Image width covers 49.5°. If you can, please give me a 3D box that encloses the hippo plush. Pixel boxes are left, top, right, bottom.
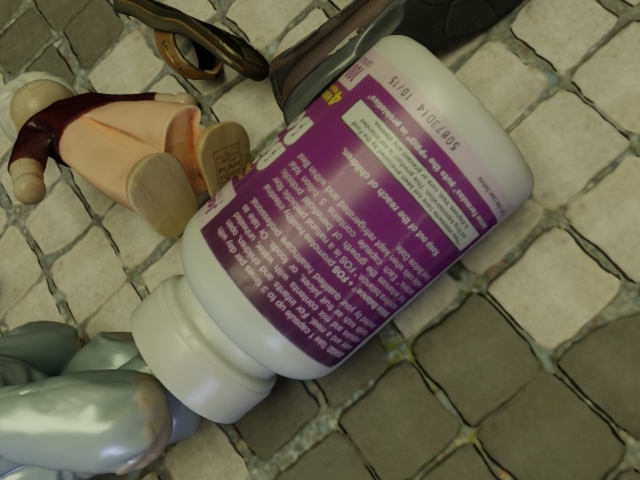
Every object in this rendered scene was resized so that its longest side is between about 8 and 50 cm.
[{"bbox_3d":[-0.228,0.207,0.547,0.234,0.294,0.236,8,95,20],"label":"hippo plush"}]

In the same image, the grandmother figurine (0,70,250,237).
[{"bbox_3d":[-0.214,-0.106,0.680,0.342,0.208,0.104,22,124,39],"label":"grandmother figurine"}]

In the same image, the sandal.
[{"bbox_3d":[-0.139,-0.200,0.713,0.219,0.090,0.060,30,105,26],"label":"sandal"}]

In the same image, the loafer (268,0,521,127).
[{"bbox_3d":[0.075,-0.212,0.613,0.302,0.109,0.095,-37,60,13],"label":"loafer"}]

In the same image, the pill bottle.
[{"bbox_3d":[0.000,0.000,0.547,0.301,0.169,0.169,-42,64,7],"label":"pill bottle"}]
